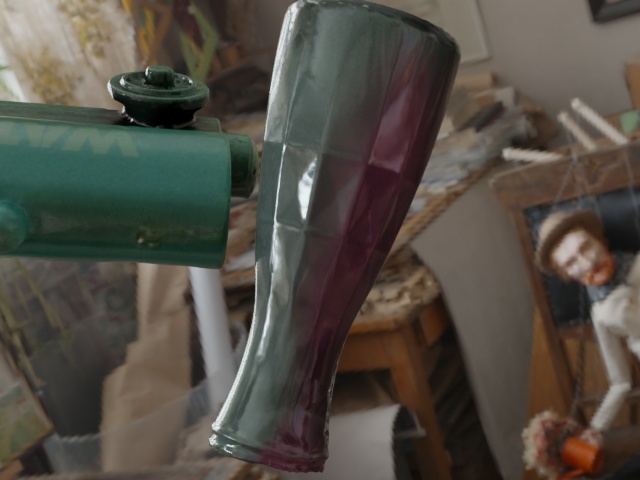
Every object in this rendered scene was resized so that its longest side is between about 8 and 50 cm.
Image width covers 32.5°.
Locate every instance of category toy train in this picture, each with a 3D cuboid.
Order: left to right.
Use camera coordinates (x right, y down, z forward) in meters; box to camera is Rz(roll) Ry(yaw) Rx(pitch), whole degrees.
[{"bbox_3d":[-0.154,-0.034,0.569,0.248,0.101,0.159,3,23,-8],"label":"toy train"}]

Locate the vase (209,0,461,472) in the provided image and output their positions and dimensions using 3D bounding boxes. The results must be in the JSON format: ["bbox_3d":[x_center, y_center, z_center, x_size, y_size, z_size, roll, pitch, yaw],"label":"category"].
[{"bbox_3d":[0.000,0.000,0.519,0.086,0.214,0.086,14,-1,0],"label":"vase"}]
